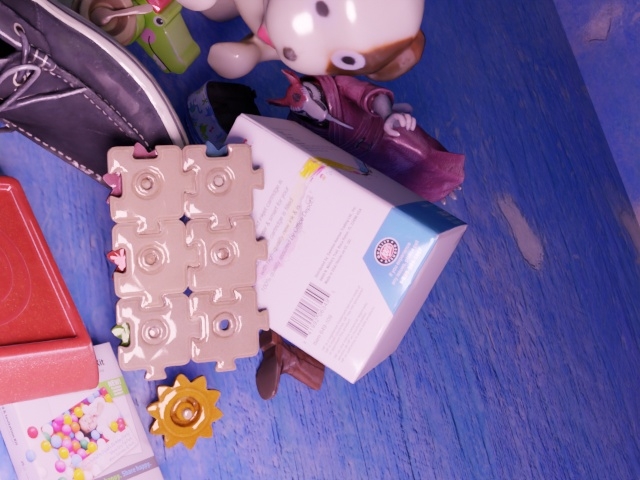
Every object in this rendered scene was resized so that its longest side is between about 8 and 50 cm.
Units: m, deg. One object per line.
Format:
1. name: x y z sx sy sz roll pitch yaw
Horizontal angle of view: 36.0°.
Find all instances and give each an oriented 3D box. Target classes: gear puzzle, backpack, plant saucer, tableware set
1. gear puzzle: -0.145 0.061 1.080 0.175 0.044 0.339 -4 97 -23
2. backpack: -0.137 -0.162 1.356 0.114 0.084 0.105 2 63 -59
3. plant saucer: -0.340 0.032 0.916 0.259 0.047 0.258 -1 57 -55
4. tableware set: -0.305 -0.302 1.204 0.194 0.039 0.128 29 78 -32

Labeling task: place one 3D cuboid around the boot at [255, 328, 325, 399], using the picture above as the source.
1. boot: -0.033 0.178 1.283 0.114 0.037 0.106 38 40 -39

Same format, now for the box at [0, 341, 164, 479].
1. box: -0.236 0.203 0.974 0.145 0.038 0.186 -8 71 -56

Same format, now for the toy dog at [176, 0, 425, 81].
1. toy dog: -0.007 -0.362 1.325 0.408 0.395 0.285 -118 -166 -46

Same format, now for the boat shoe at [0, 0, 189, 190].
1. boat shoe: -0.336 -0.184 1.007 0.500 0.186 0.156 44 47 -34

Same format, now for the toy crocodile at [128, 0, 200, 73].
1. toy crocodile: -0.277 -0.369 1.307 0.341 0.105 0.115 52 33 -14

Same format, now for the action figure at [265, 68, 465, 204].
1. action figure: 0.063 -0.182 1.501 0.370 0.248 0.276 31 41 -42

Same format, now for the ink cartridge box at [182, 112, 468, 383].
1. ink cartridge box: 0.000 0.000 1.184 0.270 0.198 0.197 33 14 13
